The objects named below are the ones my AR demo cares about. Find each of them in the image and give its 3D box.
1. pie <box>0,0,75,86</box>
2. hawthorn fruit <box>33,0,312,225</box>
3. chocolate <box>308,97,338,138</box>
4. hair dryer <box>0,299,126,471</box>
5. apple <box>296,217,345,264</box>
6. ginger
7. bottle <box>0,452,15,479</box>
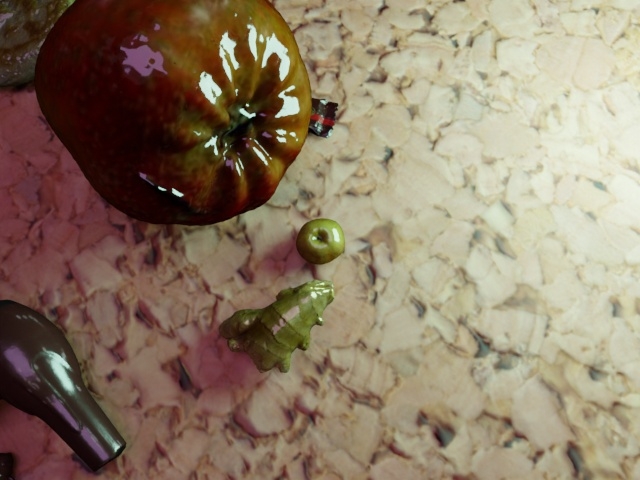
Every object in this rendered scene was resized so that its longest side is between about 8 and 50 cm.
[{"bbox_3d":[-0.611,-0.429,1.072,0.303,0.067,0.302,-1,72,2],"label":"pie"},{"bbox_3d":[-0.228,-0.221,0.859,0.403,0.403,0.402,0,74,1],"label":"hawthorn fruit"},{"bbox_3d":[-0.059,-0.244,1.022,0.183,0.028,0.086,15,72,7],"label":"chocolate"},{"bbox_3d":[-0.509,0.291,0.827,0.340,0.123,0.312,-38,80,-11],"label":"hair dryer"},{"bbox_3d":[0.000,0.000,0.926,0.084,0.071,0.083,-1,73,3],"label":"apple"},{"bbox_3d":[-0.060,0.139,0.884,0.206,0.081,0.115,-26,43,2],"label":"ginger"},{"bbox_3d":[-0.503,0.380,0.846,0.063,0.047,0.101,23,66,-33],"label":"bottle"}]
